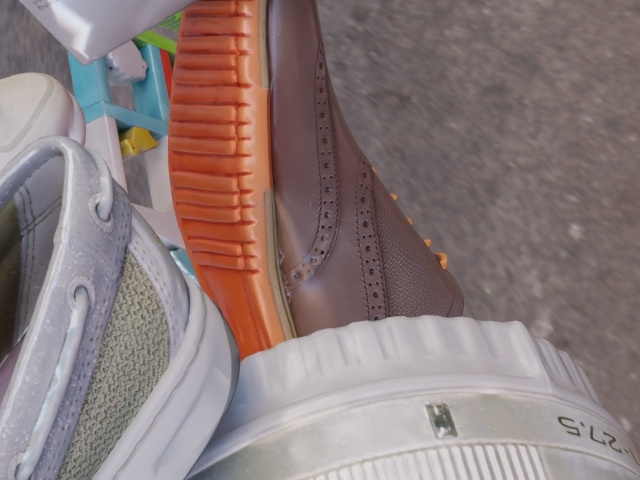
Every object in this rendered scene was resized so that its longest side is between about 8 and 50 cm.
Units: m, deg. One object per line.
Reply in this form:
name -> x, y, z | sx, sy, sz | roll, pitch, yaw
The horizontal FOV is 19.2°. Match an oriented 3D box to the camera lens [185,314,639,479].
camera lens -> 0.043, 0.193, 0.666 | 0.219, 0.274, 0.219 | -9, 141, -8

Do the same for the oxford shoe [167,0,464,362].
oxford shoe -> 0.000, 0.000, 1.031 | 0.133, 0.130, 0.363 | -10, 102, -20

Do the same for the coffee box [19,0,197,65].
coffee box -> -0.042, -0.235, 0.889 | 0.297, 0.119, 0.168 | -27, 135, 14

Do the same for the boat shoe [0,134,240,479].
boat shoe -> -0.142, 0.108, 0.570 | 0.320, 0.118, 0.103 | -53, 131, -29

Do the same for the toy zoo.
toy zoo -> -0.138, -0.092, 1.627 | 0.030, 0.192, 0.293 | -22, 70, 28

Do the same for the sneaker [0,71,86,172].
sneaker -> -0.228, -0.037, 0.907 | 0.292, 0.110, 0.118 | -33, 113, -46
